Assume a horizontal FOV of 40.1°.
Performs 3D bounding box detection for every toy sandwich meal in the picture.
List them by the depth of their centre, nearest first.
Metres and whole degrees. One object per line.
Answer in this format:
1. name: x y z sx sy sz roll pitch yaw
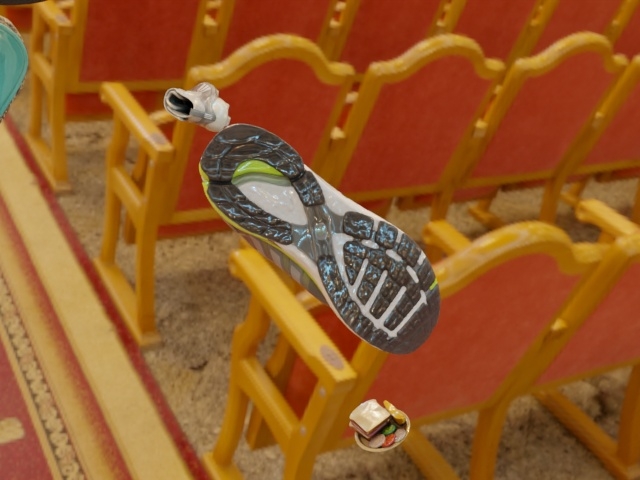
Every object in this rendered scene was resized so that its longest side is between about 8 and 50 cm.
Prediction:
1. toy sandwich meal: 0.079 0.246 1.174 0.085 0.029 0.086 -15 31 10

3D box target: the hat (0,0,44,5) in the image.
1. hat: -0.256 -0.303 0.549 0.331 0.331 0.134 14 28 3

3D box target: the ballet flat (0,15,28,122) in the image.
1. ballet flat: -0.509 -0.066 1.025 0.182 0.164 0.483 3 61 35

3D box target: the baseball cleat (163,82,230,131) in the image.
1. baseball cleat: -0.221 -0.242 1.510 0.109 0.072 0.206 17 9 -27

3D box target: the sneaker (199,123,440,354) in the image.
1. sneaker: 0.000 0.000 0.885 0.300 0.111 0.121 44 -9 -12
